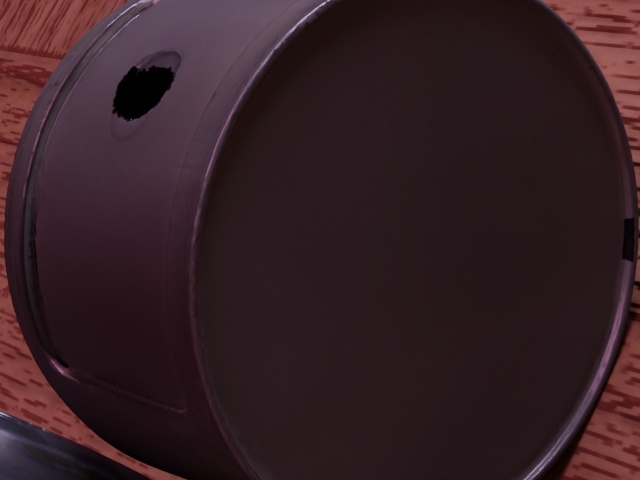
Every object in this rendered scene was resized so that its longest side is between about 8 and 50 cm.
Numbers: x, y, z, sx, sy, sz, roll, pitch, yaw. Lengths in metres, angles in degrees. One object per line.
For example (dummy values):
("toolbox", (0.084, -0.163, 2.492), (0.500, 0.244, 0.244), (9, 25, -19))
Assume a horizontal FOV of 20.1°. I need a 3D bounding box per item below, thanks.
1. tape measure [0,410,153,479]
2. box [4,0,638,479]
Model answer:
("tape measure", (-0.172, 0.153, 0.790), (0.262, 0.259, 0.138), (3, 65, 42))
("box", (0.000, 0.000, 0.749), (0.149, 0.226, 0.226), (10, 69, 52))
